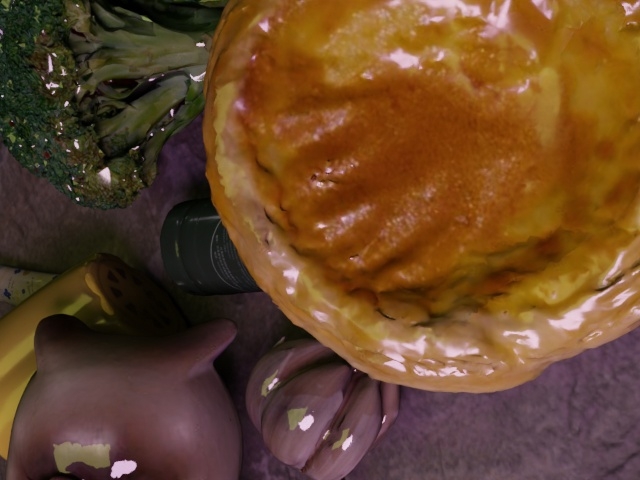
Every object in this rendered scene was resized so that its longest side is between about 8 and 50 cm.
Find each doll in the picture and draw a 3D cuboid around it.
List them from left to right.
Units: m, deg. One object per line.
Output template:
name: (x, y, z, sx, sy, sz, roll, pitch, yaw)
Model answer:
doll: (-0.164, 0.263, 0.959, 0.215, 0.226, 0.370, -1, 108, 19)

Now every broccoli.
broccoli: (-0.198, -0.176, 1.041, 0.275, 0.308, 0.307, -4, 88, 12)

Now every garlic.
garlic: (0.024, 0.125, 0.954, 0.194, 0.127, 0.131, -48, 59, 8)

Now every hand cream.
hand cream: (-0.326, 0.057, 1.254, 0.171, 0.043, 0.065, 9, 102, 32)

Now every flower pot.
flower pot: (-0.239, 0.117, 1.113, 0.179, 0.195, 0.195, -46, 64, 14)

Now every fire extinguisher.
fire extinguisher: (0.000, 0.000, 0.980, 0.311, 0.095, 0.114, -8, 114, 38)

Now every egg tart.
egg tart: (0.105, -0.082, 0.811, 0.388, 0.169, 0.387, -2, 82, 11)
